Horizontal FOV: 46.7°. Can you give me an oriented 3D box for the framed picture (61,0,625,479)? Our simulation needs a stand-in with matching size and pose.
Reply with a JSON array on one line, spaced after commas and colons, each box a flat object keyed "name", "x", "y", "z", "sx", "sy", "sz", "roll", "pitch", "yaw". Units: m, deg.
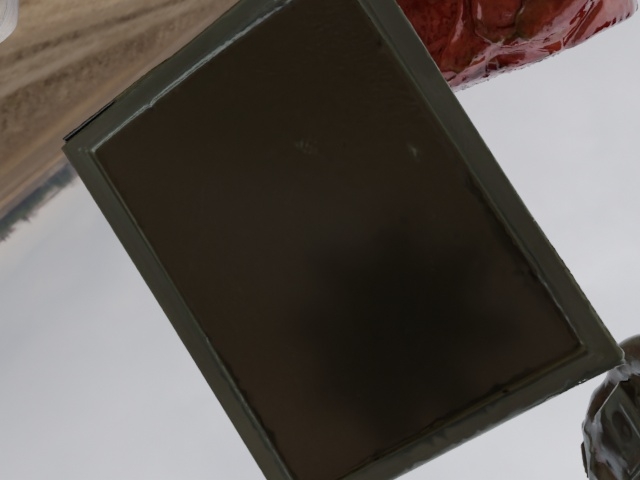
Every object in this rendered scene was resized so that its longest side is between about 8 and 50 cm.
[{"name": "framed picture", "x": 0.000, "y": 0.000, "z": 0.384, "sx": 0.197, "sy": 0.252, "sz": 0.014, "roll": -33, "pitch": 176, "yaw": 17}]

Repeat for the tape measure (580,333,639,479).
[{"name": "tape measure", "x": 0.436, "y": 0.247, "z": 0.915, "sx": 0.275, "sy": 0.147, "sz": 0.256, "roll": -94, "pitch": -165, "yaw": -55}]

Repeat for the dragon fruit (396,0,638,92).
[{"name": "dragon fruit", "x": 0.156, "y": -0.259, "z": 0.690, "sx": 0.317, "sy": 0.205, "sz": 0.152, "roll": -24, "pitch": -165, "yaw": -1}]

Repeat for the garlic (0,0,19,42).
[{"name": "garlic", "x": -0.320, "y": -0.308, "z": 0.662, "sx": 0.253, "sy": 0.245, "sz": 0.245, "roll": -29, "pitch": -163, "yaw": -1}]
